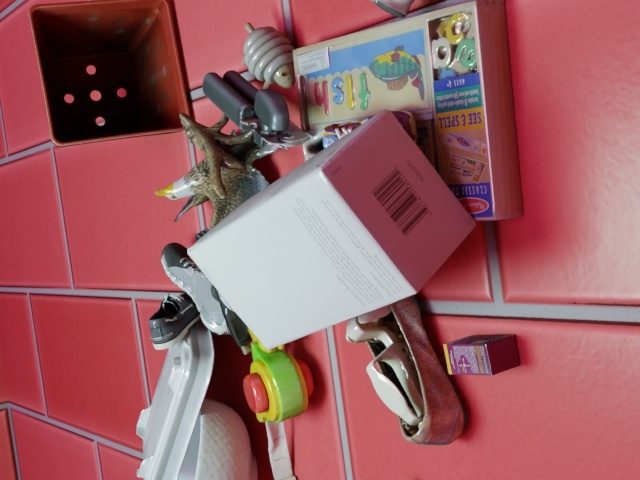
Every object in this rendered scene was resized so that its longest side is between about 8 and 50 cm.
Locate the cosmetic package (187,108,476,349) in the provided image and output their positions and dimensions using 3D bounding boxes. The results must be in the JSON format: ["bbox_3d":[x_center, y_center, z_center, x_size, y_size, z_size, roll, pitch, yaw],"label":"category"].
[{"bbox_3d":[0.000,0.000,1.280,0.197,0.155,0.365,52,145,-10],"label":"cosmetic package"}]

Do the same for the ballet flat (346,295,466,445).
[{"bbox_3d":[0.100,0.147,1.362,0.316,0.106,0.107,62,142,25],"label":"ballet flat"}]

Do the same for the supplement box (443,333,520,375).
[{"bbox_3d":[0.210,0.149,1.249,0.083,0.055,0.043,-10,91,57],"label":"supplement box"}]

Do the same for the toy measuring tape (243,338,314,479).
[{"bbox_3d":[-0.063,0.308,1.645,0.121,0.121,0.330,19,122,52],"label":"toy measuring tape"}]

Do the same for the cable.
[{"bbox_3d":[-0.151,0.086,1.680,0.139,0.072,0.287,40,151,59],"label":"cable"}]

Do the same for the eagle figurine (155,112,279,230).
[{"bbox_3d":[-0.177,-0.094,1.678,0.298,0.225,0.226,79,-154,-58],"label":"eagle figurine"}]

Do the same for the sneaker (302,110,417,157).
[{"bbox_3d":[0.052,-0.131,1.289,0.185,0.084,0.069,-11,89,56],"label":"sneaker"}]

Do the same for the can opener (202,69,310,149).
[{"bbox_3d":[-0.103,-0.218,1.518,0.280,0.074,0.093,41,132,50],"label":"can opener"}]

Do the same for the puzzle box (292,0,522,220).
[{"bbox_3d":[0.104,-0.161,1.329,0.409,0.052,0.272,0,99,55],"label":"puzzle box"}]

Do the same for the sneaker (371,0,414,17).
[{"bbox_3d":[0.085,-0.440,1.266,0.129,0.111,0.297,-35,68,31],"label":"sneaker"}]

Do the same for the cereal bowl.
[{"bbox_3d":[-0.209,0.471,1.815,0.339,0.141,0.339,-166,90,-74],"label":"cereal bowl"}]

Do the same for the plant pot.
[{"bbox_3d":[-0.435,-0.317,1.915,0.236,0.267,0.267,169,91,-68],"label":"plant pot"}]

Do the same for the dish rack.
[{"bbox_3d":[-0.291,0.314,1.861,0.285,0.072,0.333,-118,46,-69],"label":"dish rack"}]

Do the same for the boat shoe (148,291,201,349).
[{"bbox_3d":[-0.275,0.132,1.845,0.075,0.206,0.065,-11,112,20],"label":"boat shoe"}]

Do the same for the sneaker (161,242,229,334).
[{"bbox_3d":[-0.213,0.058,1.831,0.228,0.086,0.132,49,131,23],"label":"sneaker"}]

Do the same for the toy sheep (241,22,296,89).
[{"bbox_3d":[-0.084,-0.298,1.540,0.132,0.091,0.091,50,139,11],"label":"toy sheep"}]
